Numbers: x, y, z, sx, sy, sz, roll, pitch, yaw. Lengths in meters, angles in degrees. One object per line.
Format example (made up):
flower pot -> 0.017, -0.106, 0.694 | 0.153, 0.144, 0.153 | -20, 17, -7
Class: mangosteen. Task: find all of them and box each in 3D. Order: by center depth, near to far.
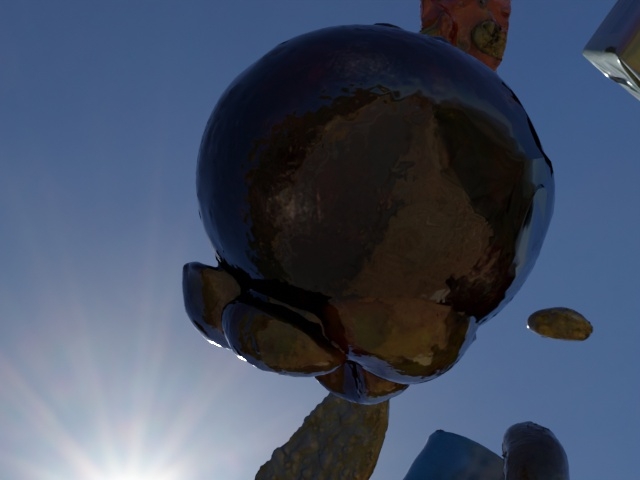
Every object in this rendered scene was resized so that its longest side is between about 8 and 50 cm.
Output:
mangosteen -> 0.025, -0.017, 0.708 | 0.210, 0.210, 0.210 | -13, -58, -22

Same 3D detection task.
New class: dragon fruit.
dragon fruit -> 0.141, -0.211, 1.324 | 0.102, 0.096, 0.147 | 1, -88, 9

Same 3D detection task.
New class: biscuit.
biscuit -> 0.011, 0.282, 1.691 | 0.038, 0.141, 0.290 | 22, -66, -45

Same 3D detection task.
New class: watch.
watch -> 0.197, 0.349, 1.798 | 0.200, 0.196, 0.171 | 57, -130, -40

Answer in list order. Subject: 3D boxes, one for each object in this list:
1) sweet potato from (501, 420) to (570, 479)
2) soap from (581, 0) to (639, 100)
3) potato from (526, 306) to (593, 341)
sweet potato -> 0.240, 0.266, 1.418 | 0.077, 0.243, 0.077 | 0, -67, -1
soap -> 0.370, -0.190, 1.176 | 0.182, 0.138, 0.199 | 35, -87, -8
potato -> 0.311, 0.107, 1.707 | 0.045, 0.092, 0.046 | -24, -64, -48
